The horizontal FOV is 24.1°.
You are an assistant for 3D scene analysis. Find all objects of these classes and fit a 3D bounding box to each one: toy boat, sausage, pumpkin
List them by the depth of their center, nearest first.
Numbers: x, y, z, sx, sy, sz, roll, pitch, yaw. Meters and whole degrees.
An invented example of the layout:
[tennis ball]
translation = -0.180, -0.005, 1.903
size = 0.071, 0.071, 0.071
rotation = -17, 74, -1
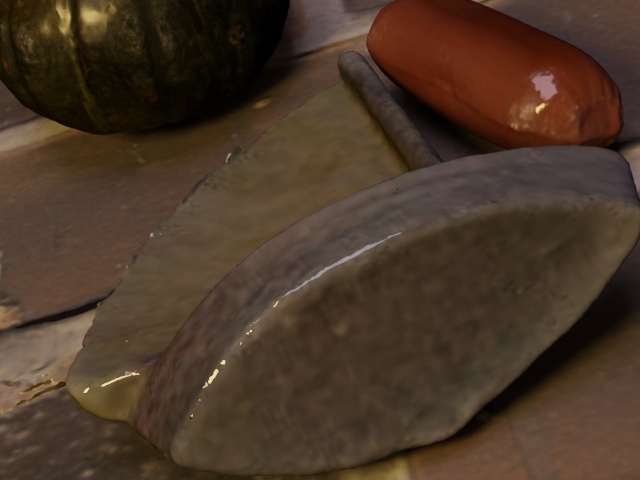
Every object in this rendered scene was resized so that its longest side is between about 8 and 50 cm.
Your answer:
[toy boat]
translation = -0.004, 0.016, 0.776
size = 0.276, 0.111, 0.293
rotation = -35, 26, -18
[sausage]
translation = 0.099, -0.098, 0.882
size = 0.077, 0.077, 0.194
rotation = -34, 38, -17
[pumpkin]
translation = -0.128, -0.166, 1.009
size = 0.223, 0.157, 0.224
rotation = -10, 27, 5
